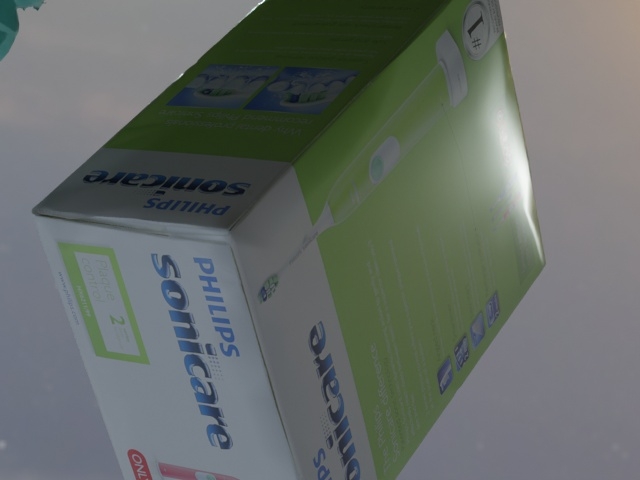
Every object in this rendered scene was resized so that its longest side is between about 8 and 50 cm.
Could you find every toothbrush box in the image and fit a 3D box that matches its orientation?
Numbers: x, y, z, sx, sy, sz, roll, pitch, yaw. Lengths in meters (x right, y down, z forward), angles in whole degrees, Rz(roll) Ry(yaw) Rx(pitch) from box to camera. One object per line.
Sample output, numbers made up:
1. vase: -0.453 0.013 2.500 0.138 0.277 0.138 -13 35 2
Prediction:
1. toothbrush box: 0.000 0.000 0.974 0.122 0.206 0.283 5 -144 30

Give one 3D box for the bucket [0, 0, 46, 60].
1. bucket: -0.277 -0.215 0.967 0.281 0.281 0.183 15 172 23
